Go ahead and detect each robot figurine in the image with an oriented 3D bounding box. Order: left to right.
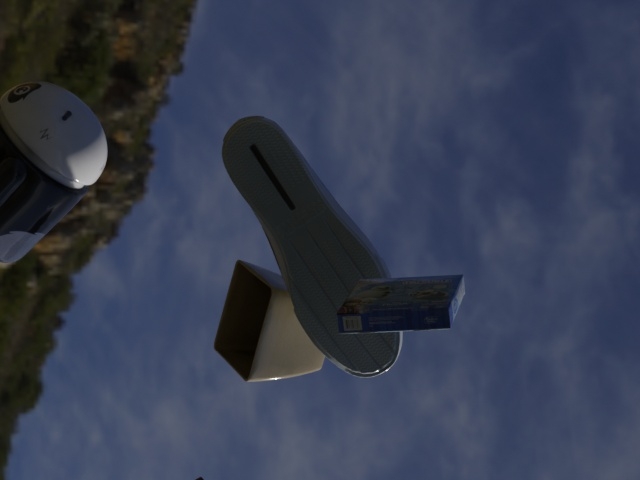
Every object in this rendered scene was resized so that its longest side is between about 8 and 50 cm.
[{"bbox_3d":[-0.413,-0.086,1.746,0.278,0.173,0.209,-43,-129,12],"label":"robot figurine"}]

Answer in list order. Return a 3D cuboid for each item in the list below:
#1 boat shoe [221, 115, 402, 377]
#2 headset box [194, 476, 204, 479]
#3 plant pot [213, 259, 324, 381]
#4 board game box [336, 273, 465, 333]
[{"bbox_3d":[0.000,0.000,1.384,0.109,0.094,0.302,-27,-87,11],"label":"boat shoe"},{"bbox_3d":[-0.184,0.540,2.101,0.293,0.110,0.218,45,-44,21],"label":"headset box"},{"bbox_3d":[-0.045,0.094,1.465,0.109,0.096,0.109,34,-68,60],"label":"plant pot"},{"bbox_3d":[0.066,0.050,1.059,0.090,0.090,0.020,-4,-76,14],"label":"board game box"}]
